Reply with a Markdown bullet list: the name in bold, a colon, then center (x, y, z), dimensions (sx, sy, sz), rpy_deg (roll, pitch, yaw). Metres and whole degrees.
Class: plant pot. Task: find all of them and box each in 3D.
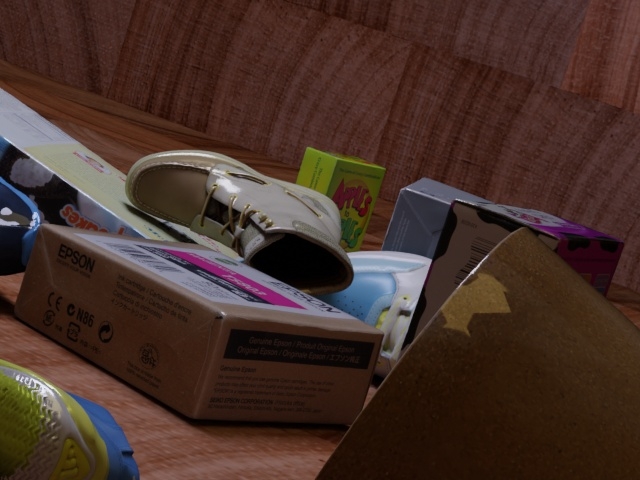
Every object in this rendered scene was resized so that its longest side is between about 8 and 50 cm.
- **plant pot**: center (0.130, 0.160, 0.711), dimensions (0.254, 0.237, 0.237), rpy_deg (34, 11, 13)

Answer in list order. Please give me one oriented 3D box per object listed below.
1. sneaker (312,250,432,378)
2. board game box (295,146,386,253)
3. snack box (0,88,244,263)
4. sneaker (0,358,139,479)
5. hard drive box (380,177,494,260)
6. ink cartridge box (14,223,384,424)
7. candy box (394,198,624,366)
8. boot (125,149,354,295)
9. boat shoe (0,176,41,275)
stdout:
- **sneaker**: center (0.110, 0.096, 1.415), dimensions (0.319, 0.127, 0.208), rpy_deg (19, 6, 11)
- **board game box**: center (0.000, 0.000, 1.626), dimensions (0.043, 0.181, 0.092), rpy_deg (23, 9, 35)
- **snack box**: center (-0.235, -0.041, 1.534), dimensions (0.322, 0.060, 0.187), rpy_deg (35, 9, 5)
- **sneaker**: center (-0.197, 0.101, 0.876), dimensions (0.240, 0.091, 0.126), rpy_deg (23, -9, 38)
- **hard drive box**: center (0.108, 0.036, 1.636), dimensions (0.089, 0.181, 0.232), rpy_deg (19, 8, 6)
- **ink cartridge box**: center (-0.099, 0.067, 1.266), dimensions (0.234, 0.088, 0.193), rpy_deg (23, 10, 40)
- **candy box**: center (0.095, 0.097, 0.938), dimensions (0.071, 0.233, 0.159), rpy_deg (21, 7, 23)
- **boot**: center (-0.076, -0.015, 1.442), dimensions (0.213, 0.077, 0.165), rpy_deg (15, 18, -11)
- **boat shoe**: center (-0.330, -0.034, 1.355), dimensions (0.089, 0.109, 0.258), rpy_deg (-7, 12, -35)
